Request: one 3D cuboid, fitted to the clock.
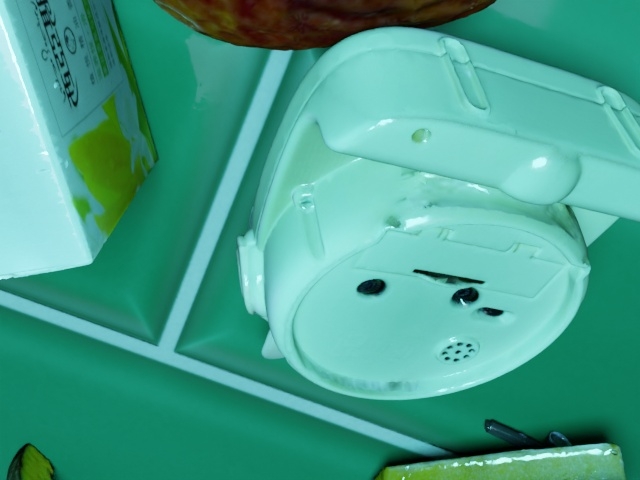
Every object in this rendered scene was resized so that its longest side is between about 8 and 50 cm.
[{"bbox_3d":[0.076,0.016,0.582,0.265,0.108,0.324,9,136,-22],"label":"clock"}]

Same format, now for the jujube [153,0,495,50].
[{"bbox_3d":[0.001,-0.209,0.492,0.255,0.190,0.190,5,116,-9],"label":"jujube"}]

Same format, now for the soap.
[{"bbox_3d":[0.158,0.272,0.743,0.257,0.080,0.160,-10,125,15],"label":"soap"}]

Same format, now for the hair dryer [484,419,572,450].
[{"bbox_3d":[0.191,0.194,0.754,0.083,0.026,0.047,26,113,-6],"label":"hair dryer"}]

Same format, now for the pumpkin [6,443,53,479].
[{"bbox_3d":[-0.238,0.340,0.775,0.130,0.149,0.254,-42,108,11],"label":"pumpkin"}]

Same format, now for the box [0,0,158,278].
[{"bbox_3d":[-0.207,-0.129,0.522,0.111,0.194,0.260,-7,116,6],"label":"box"}]

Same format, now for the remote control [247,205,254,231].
[{"bbox_3d":[0.000,0.000,0.672,0.124,0.018,0.053,7,117,-1],"label":"remote control"}]
